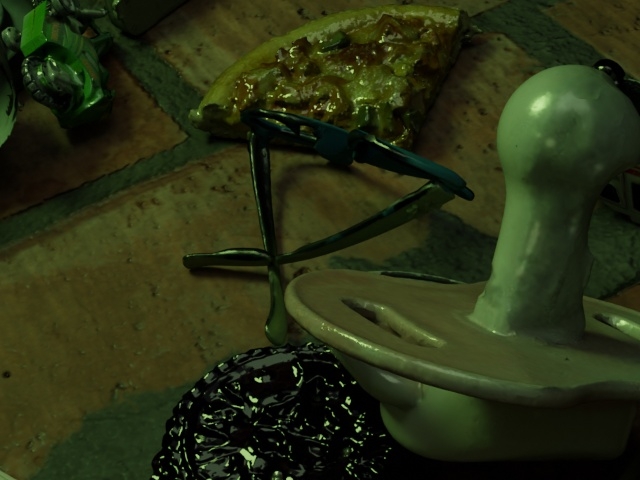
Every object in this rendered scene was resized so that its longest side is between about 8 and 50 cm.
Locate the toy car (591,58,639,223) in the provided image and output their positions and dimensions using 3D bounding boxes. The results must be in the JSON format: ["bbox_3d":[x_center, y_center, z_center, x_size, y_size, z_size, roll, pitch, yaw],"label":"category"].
[{"bbox_3d":[0.269,-0.065,1.148,0.210,0.108,0.089,20,51,31],"label":"toy car"}]

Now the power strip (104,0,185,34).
[{"bbox_3d":[-0.134,-0.285,1.440,0.029,0.080,0.227,26,51,29],"label":"power strip"}]

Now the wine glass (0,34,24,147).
[{"bbox_3d":[-0.366,-0.195,1.264,0.143,0.143,0.321,-23,49,-18],"label":"wine glass"}]

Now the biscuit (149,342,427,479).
[{"bbox_3d":[-0.019,0.148,0.982,0.195,0.053,0.194,-3,42,3],"label":"biscuit"}]

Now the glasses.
[{"bbox_3d":[-0.014,-0.028,1.121,0.239,0.102,0.207,16,51,46],"label":"glasses"}]

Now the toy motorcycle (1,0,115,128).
[{"bbox_3d":[-0.228,-0.166,1.310,0.074,0.106,0.190,-32,35,20],"label":"toy motorcycle"}]

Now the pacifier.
[{"bbox_3d":[0.137,0.041,0.939,0.332,0.273,0.220,5,50,-32],"label":"pacifier"}]

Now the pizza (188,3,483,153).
[{"bbox_3d":[0.027,-0.142,1.284,0.292,0.058,0.197,-19,45,-14],"label":"pizza"}]

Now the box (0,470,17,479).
[{"bbox_3d":[-0.298,0.268,0.817,0.173,0.145,0.333,22,50,29],"label":"box"}]

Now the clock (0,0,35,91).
[{"bbox_3d":[-0.378,-0.189,1.387,0.226,0.049,0.226,-2,44,2],"label":"clock"}]

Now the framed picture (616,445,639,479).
[{"bbox_3d":[0.244,0.226,0.893,0.189,0.023,0.260,24,50,28],"label":"framed picture"}]
